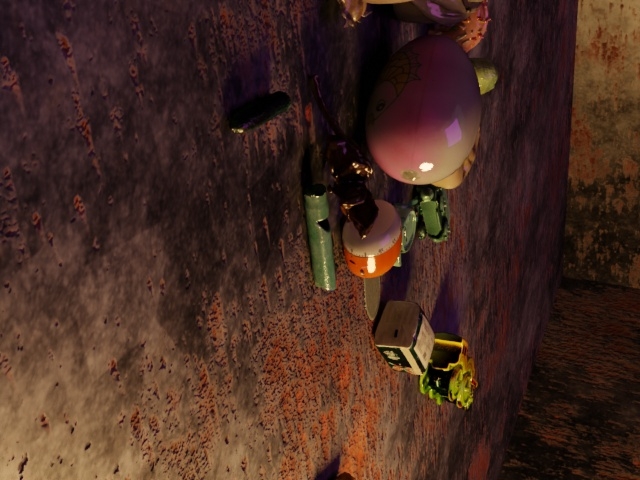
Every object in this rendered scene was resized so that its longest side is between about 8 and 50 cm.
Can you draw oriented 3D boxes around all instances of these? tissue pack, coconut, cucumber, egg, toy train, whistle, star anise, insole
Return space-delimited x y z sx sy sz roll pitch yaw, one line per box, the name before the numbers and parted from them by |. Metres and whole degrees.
tissue pack | 0.169 0.194 1.974 0.170 0.090 0.103 61 44 -62
coconut | 0.343 -0.361 2.191 0.088 0.096 0.088 170 -90 -78
cucumber | -0.078 -0.161 1.257 0.133 0.032 0.032 -40 136 -58
egg | 0.175 -0.220 1.665 0.196 0.196 0.271 77 23 -45
toy train | 0.234 -0.067 2.063 0.172 0.070 0.099 69 26 -54
whistle | 0.000 0.000 1.523 0.039 0.039 0.186 -56 149 -47
star anise | 0.038 -0.108 1.457 0.234 0.073 0.177 68 -1 -49
toy train | 0.316 0.319 2.397 0.296 0.100 0.160 46 55 -65
insole | 0.091 0.059 1.832 0.232 0.003 0.080 79 29 -43

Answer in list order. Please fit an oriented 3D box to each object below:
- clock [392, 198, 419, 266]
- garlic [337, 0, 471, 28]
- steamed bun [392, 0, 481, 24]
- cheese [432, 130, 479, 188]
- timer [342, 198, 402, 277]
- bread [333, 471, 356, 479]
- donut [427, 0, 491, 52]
clock | 0.153 -0.024 1.903 0.135 0.041 0.101 -59 151 -43
garlic | 0.101 -0.370 1.410 0.207 0.256 0.207 -33 167 -9
steamed bun | 0.233 -0.492 1.667 0.268 0.207 0.280 26 76 -71
cheese | 0.244 -0.215 1.948 0.218 0.117 0.235 44 58 -67
timer | 0.086 0.007 1.676 0.136 0.099 0.136 -50 154 -35
bread | 0.023 0.463 1.778 0.157 0.044 0.052 -25 126 -65
donut | 0.272 -0.432 1.930 0.065 0.117 0.166 -30 127 -69
